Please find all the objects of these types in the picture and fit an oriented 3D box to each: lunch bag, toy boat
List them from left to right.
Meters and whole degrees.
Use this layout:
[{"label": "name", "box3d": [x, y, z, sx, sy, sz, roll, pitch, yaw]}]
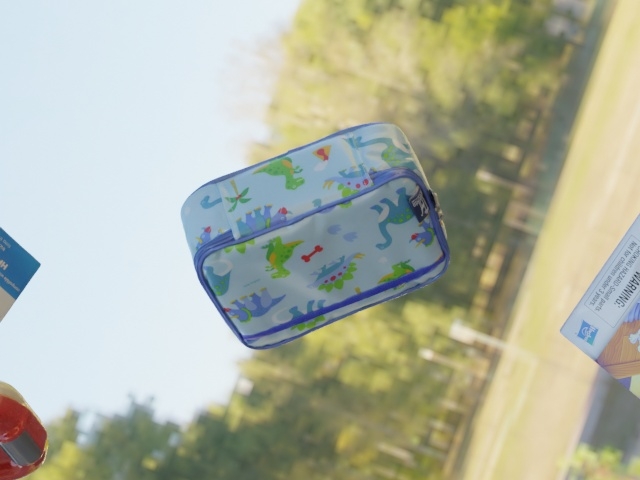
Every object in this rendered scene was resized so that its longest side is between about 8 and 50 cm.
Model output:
[{"label": "toy boat", "box3d": [-0.407, 0.248, 1.951, 0.151, 0.231, 0.151, 63, -162, -50]}, {"label": "lunch bag", "box3d": [0.000, 0.000, 1.623, 0.176, 0.219, 0.090, 68, -178, -51]}]

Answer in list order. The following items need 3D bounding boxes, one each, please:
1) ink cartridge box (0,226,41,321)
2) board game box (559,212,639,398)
[{"label": "ink cartridge box", "box3d": [-0.384, 0.090, 1.748, 0.134, 0.078, 0.231, -6, 45, 53]}, {"label": "board game box", "box3d": [0.331, -0.006, 1.105, 0.078, 0.233, 0.347, -24, -31, -53]}]
